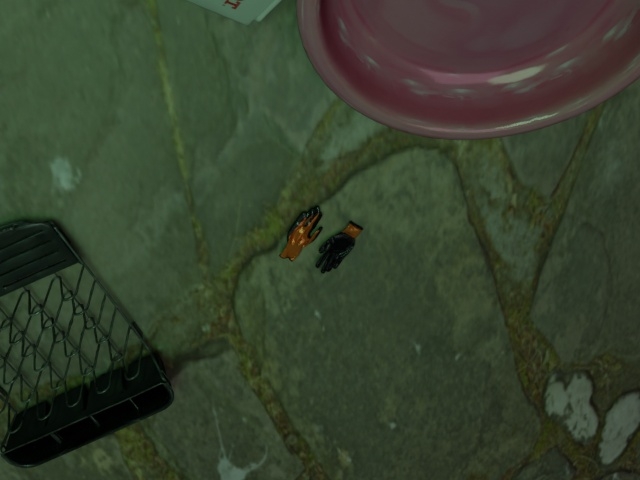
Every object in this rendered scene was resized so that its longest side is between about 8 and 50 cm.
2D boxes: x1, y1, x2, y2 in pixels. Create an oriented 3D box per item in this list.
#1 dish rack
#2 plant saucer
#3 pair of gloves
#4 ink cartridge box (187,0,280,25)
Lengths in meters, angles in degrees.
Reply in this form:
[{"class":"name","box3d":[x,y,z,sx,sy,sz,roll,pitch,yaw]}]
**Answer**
[{"class":"dish rack","box3d":[-0.309,0.112,0.807,0.208,0.074,0.271,-25,125,1]},{"class":"plant saucer","box3d":[0.146,-0.220,0.639,0.332,0.084,0.332,0,149,0]},{"class":"pair of gloves","box3d":[0.000,0.000,0.853,0.083,0.010,0.074,22,113,-29]},{"class":"ink cartridge box","box3d":[-0.124,-0.281,0.513,0.273,0.198,0.114,16,76,-25]}]
